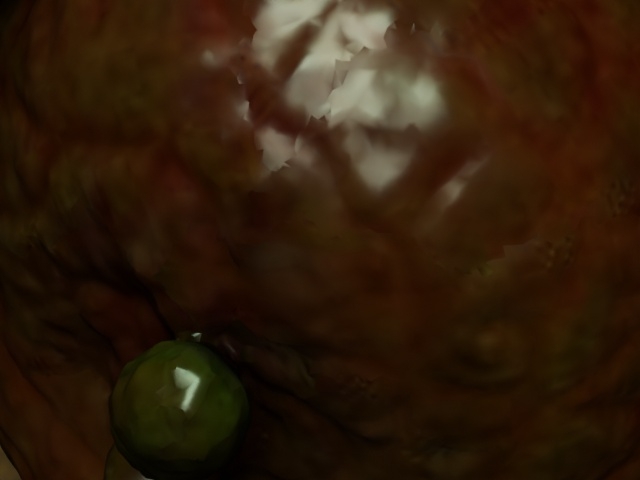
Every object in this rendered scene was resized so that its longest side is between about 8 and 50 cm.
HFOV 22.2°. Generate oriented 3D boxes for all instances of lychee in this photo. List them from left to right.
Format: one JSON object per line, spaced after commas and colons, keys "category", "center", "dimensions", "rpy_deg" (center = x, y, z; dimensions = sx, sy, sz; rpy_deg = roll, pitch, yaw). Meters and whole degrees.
{"category": "lychee", "center": [0.000, 0.000, 0.471], "dimensions": [0.255, 0.255, 0.300], "rpy_deg": [39, 47, 17]}
